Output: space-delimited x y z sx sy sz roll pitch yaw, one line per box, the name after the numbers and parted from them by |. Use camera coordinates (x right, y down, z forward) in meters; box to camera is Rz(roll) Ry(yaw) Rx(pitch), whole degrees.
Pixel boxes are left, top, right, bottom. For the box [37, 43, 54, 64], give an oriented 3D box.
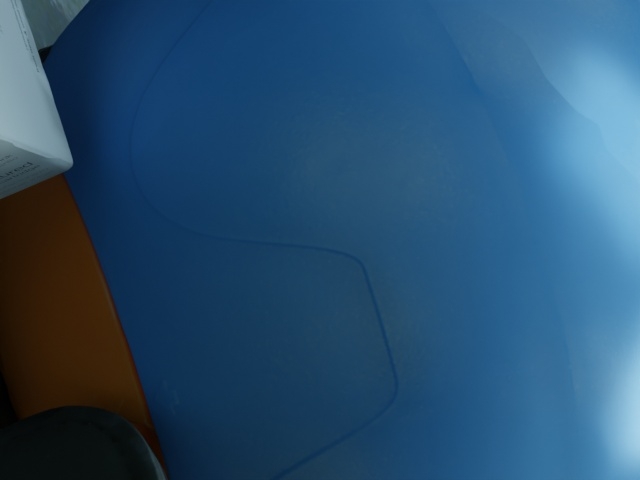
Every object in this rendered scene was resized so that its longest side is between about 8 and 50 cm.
0.064 -0.019 0.683 0.343 0.312 0.179 65 8 2 | box

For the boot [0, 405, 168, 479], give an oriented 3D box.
-0.042 0.205 0.335 0.229 0.091 0.263 66 10 -53 | boot

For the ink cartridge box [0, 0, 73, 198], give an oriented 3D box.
-0.141 -0.052 0.279 0.143 0.092 0.090 22 47 -77 | ink cartridge box

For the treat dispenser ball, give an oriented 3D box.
0.018 0.008 0.454 0.288 0.288 0.288 -22 90 -82 | treat dispenser ball
